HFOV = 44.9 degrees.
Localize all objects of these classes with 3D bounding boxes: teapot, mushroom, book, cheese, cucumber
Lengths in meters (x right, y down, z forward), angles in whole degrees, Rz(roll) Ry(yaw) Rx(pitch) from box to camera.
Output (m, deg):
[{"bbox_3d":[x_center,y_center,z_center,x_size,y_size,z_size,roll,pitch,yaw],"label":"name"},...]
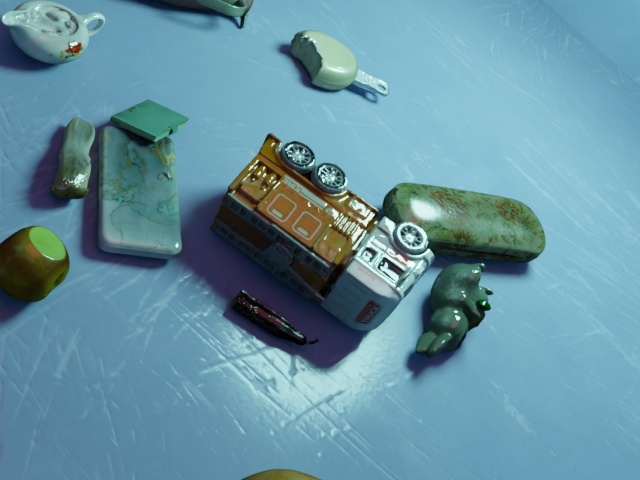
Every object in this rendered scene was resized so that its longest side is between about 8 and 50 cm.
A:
[{"bbox_3d":[-0.515,-0.401,1.494,0.145,0.092,0.226,50,43,10],"label":"teapot"},{"bbox_3d":[-0.432,-0.146,1.360,0.059,0.054,0.202,18,40,-27],"label":"mushroom"},{"bbox_3d":[-0.323,-0.230,1.491,0.103,0.017,0.135,25,29,8],"label":"book"},{"bbox_3d":[0.052,-0.435,1.914,0.249,0.071,0.163,5,52,-29],"label":"cheese"},{"bbox_3d":[-0.080,0.143,1.345,0.163,0.043,0.039,36,0,-6],"label":"cucumber"}]

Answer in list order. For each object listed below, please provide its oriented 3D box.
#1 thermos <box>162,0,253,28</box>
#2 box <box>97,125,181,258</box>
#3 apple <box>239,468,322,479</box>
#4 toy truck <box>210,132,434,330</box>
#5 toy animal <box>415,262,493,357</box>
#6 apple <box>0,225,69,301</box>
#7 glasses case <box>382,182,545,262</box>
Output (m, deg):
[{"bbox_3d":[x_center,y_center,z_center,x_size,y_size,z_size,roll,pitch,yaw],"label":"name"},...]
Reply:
[{"bbox_3d":[-0.275,-0.591,1.788,0.265,0.146,0.176,11,42,-34],"label":"thermos"},{"bbox_3d":[-0.325,-0.089,1.383,0.142,0.044,0.285,7,50,-24],"label":"box"},{"bbox_3d":[-0.049,0.419,0.979,0.253,0.253,0.253,18,45,-20],"label":"apple"},{"bbox_3d":[0.000,0.000,1.429,0.387,0.173,0.207,35,49,3],"label":"toy truck"},{"bbox_3d":[0.255,0.153,1.528,0.236,0.138,0.108,-56,133,-26],"label":"toy animal"},{"bbox_3d":[-0.431,0.038,1.159,0.102,0.099,0.114,47,17,2],"label":"apple"},{"bbox_3d":[0.327,-0.037,1.725,0.425,0.098,0.156,6,55,-30],"label":"glasses case"}]
